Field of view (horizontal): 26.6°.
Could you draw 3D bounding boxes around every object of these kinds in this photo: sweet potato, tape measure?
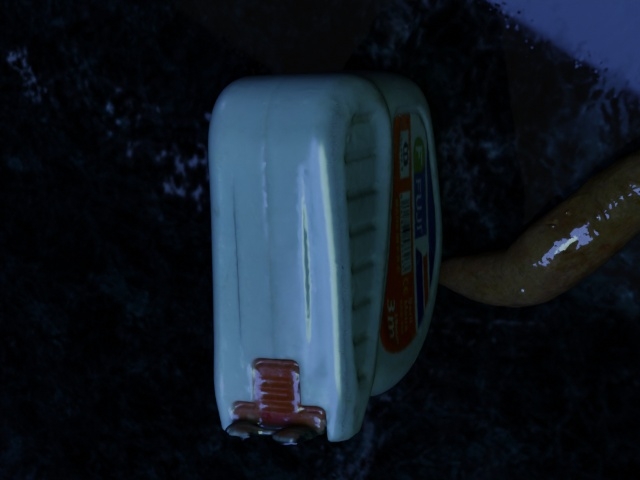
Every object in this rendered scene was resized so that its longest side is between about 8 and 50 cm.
[{"bbox_3d":[0.192,-0.006,0.994,0.281,0.059,0.067,-31,85,28],"label":"sweet potato"},{"bbox_3d":[0.000,0.000,0.975,0.125,0.246,0.243,3,99,22],"label":"tape measure"}]
